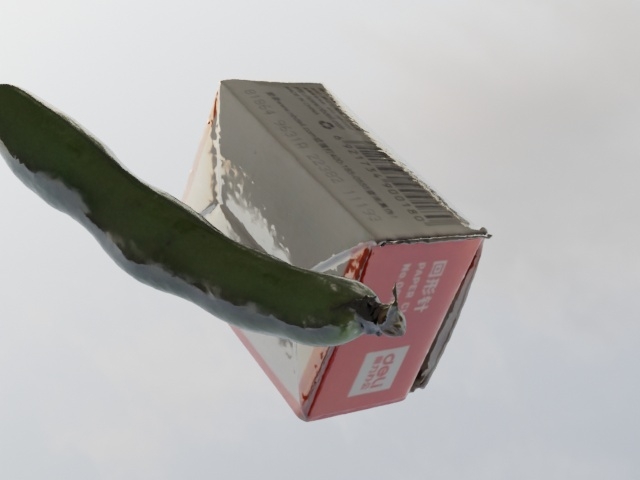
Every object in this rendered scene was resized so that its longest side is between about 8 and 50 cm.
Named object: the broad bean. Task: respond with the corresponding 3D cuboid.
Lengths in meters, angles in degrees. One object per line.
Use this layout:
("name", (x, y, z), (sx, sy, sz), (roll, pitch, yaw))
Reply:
("broad bean", (-0.062, -0.005, 0.461), (0.227, 0.069, 0.039), (25, -136, 16))

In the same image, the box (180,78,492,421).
("box", (0.000, 0.000, 0.619), (0.099, 0.133, 0.182), (-6, -142, -38))
